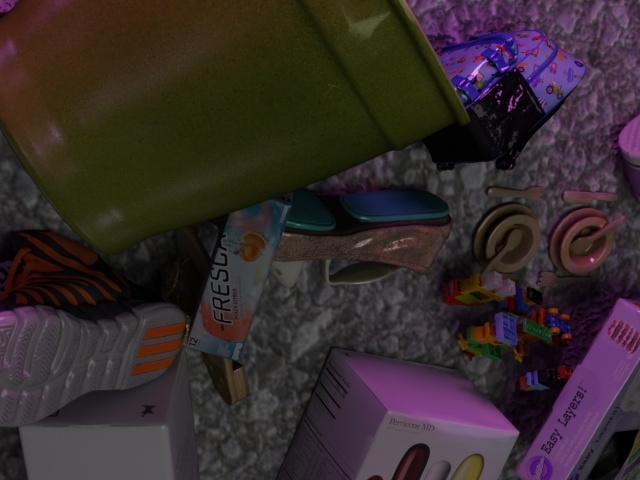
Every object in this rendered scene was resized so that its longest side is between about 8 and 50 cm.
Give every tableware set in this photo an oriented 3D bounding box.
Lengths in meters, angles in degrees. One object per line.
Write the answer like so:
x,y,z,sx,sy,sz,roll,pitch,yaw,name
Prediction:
0.271,0.003,1.900,0.194,0.039,0.128,1,114,-27,tableware set

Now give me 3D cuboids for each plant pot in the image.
-0.109,-0.172,1.458,0.353,0.366,0.366,-32,125,4,plant pot

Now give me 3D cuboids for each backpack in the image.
0.188,-0.164,1.708,0.173,0.158,0.117,-42,108,-18,backpack

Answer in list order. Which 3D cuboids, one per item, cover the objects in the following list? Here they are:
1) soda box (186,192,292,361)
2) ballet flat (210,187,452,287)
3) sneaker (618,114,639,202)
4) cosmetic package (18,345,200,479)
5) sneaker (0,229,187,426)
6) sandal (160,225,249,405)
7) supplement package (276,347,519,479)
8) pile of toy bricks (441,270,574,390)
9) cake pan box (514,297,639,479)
-0.081,0.026,1.606,0.058,0.063,0.183,16,111,-7,soda box
0.000,0.000,1.726,0.316,0.107,0.106,4,119,-27,ballet flat
0.495,-0.123,1.922,0.282,0.102,0.161,-27,128,0,sneaker
-0.214,0.224,1.668,0.151,0.151,0.184,-1,118,4,cosmetic package
-0.292,0.078,1.551,0.321,0.180,0.125,0,119,-56,sneaker
-0.141,0.095,1.708,0.079,0.088,0.240,-29,129,-19,sandal
0.085,0.259,1.868,0.194,0.149,0.203,12,109,-31,supplement package
0.213,0.117,1.901,0.105,0.118,0.212,-16,153,32,pile of toy bricks
0.366,0.198,1.971,0.245,0.070,0.267,11,111,-57,cake pan box
